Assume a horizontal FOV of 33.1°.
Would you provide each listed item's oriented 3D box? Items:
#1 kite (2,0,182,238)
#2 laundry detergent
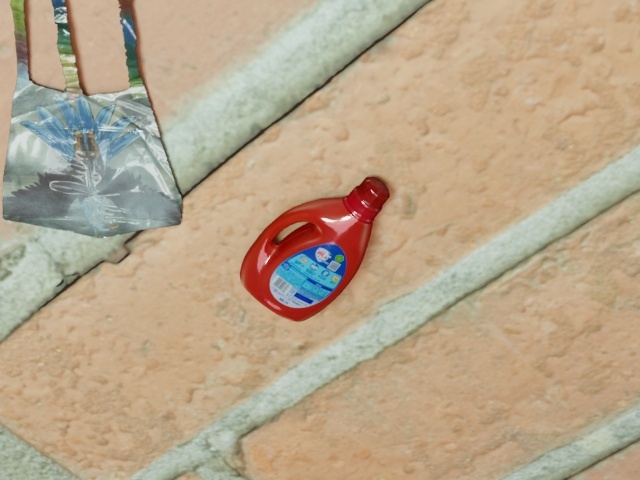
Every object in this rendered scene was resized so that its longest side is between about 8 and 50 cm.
[{"bbox_3d":[-0.200,-0.125,0.944,0.169,0.015,0.310,6,128,-4],"label":"kite"},{"bbox_3d":[0.000,0.000,1.013,0.097,0.049,0.165,32,118,-17],"label":"laundry detergent"}]
